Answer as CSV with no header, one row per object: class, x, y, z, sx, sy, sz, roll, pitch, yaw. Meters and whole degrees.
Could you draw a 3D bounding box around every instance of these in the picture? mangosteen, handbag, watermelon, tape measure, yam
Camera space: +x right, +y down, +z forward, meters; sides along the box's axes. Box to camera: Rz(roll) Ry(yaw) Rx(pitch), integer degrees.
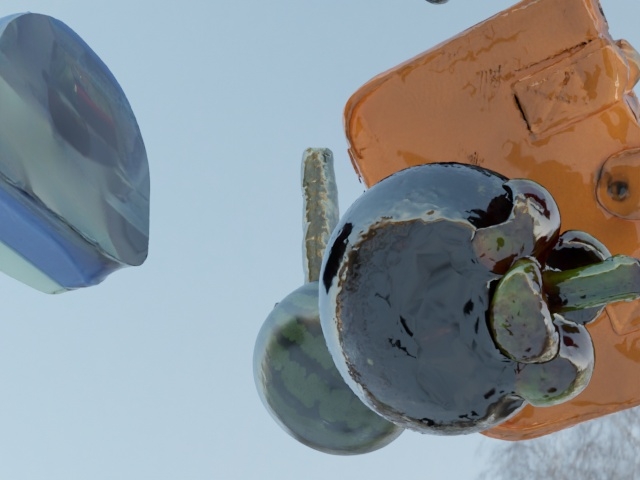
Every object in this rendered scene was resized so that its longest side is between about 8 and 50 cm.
mangosteen,0.109,0.041,0.660,0.231,0.194,0.194,2,-58,43
handbag,0.221,-0.022,0.975,0.304,0.116,0.410,-24,-93,27
watermelon,0.024,0.146,1.125,0.212,0.212,0.212,10,-57,17
tape measure,-0.300,-0.097,0.973,0.138,0.262,0.259,-19,-41,18
yam,0.000,0.000,1.312,0.061,0.274,0.061,-2,-25,-1

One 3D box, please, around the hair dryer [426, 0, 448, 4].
hair dryer,0.207,-0.416,1.310,0.071,0.219,0.124,42,-43,-6
